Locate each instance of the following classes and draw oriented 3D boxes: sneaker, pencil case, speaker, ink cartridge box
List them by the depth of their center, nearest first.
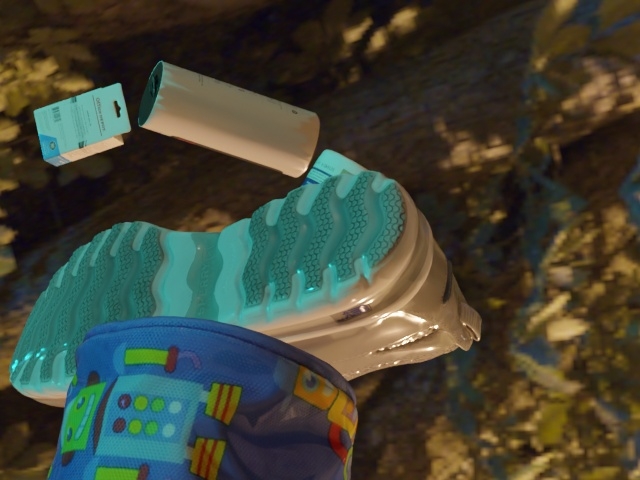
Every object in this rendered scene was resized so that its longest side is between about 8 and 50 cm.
[{"bbox_3d":[-0.063,0.186,0.624,0.133,0.119,0.306,24,-115,-31],"label":"pencil case"},{"bbox_3d":[-0.048,0.054,0.832,0.115,0.281,0.105,45,-132,-36],"label":"sneaker"},{"bbox_3d":[-0.072,-0.095,1.252,0.136,0.055,0.055,17,-107,-20],"label":"speaker"},{"bbox_3d":[-0.203,-0.101,1.398,0.028,0.083,0.048,35,-141,-72],"label":"ink cartridge box"}]

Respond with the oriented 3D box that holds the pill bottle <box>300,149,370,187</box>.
[{"bbox_3d":[0.000,0.000,1.161,0.067,0.067,0.120,33,-92,-29],"label":"pill bottle"}]
